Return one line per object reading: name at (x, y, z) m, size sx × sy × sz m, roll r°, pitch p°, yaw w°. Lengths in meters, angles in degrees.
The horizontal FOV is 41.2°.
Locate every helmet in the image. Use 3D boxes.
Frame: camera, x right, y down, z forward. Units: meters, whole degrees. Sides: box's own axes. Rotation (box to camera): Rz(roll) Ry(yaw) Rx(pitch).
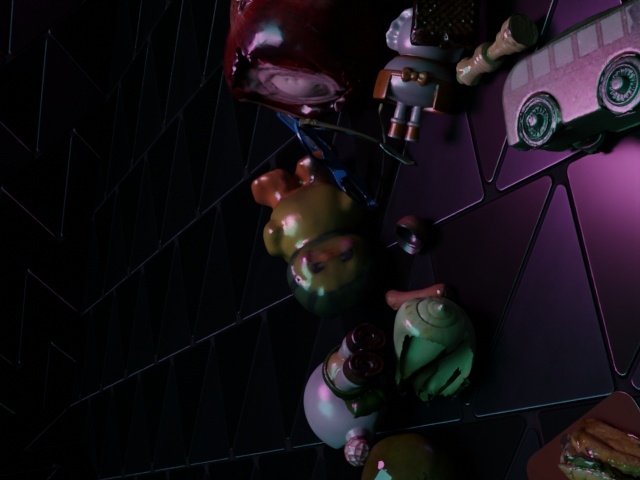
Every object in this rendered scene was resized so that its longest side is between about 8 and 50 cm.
helmet at (0.173, -0.017, 1.581) m, size 0.065 × 0.049 × 0.084 m, roll 34°, pitch 156°, yaw 18°

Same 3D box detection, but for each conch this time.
conch at (0.197, 0.206, 1.488) m, size 0.137 × 0.144 × 0.250 m, roll -62°, pitch -25°, yaw -59°

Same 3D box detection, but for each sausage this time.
sausage at (0.178, 0.107, 1.588) m, size 0.186 × 0.043 × 0.043 m, roll -15°, pitch 79°, yaw 59°

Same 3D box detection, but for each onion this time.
onion at (-0.024, -0.399, 1.663) m, size 0.341 × 0.341 × 0.341 m, roll 6°, pitch 97°, yaw 59°

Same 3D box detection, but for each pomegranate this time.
pomegranate at (0.159, 0.422, 1.533) m, size 0.210 × 0.179 × 0.179 m, roll -82°, pitch 10°, yaw -57°

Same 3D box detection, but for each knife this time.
knife at (-0.038, -0.243, 1.950) m, size 0.296 × 0.026 × 0.044 m, roll 46°, pitch 141°, yaw 48°

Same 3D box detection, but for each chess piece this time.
chess piece at (0.277, -0.300, 1.380) m, size 0.172 × 0.060 × 0.060 m, roll -33°, pitch 63°, yaw 60°

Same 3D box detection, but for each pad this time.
pad at (0.407, 0.352, 1.248) m, size 0.267 × 0.004 × 0.181 m, roll -58°, pitch 45°, yaw 43°

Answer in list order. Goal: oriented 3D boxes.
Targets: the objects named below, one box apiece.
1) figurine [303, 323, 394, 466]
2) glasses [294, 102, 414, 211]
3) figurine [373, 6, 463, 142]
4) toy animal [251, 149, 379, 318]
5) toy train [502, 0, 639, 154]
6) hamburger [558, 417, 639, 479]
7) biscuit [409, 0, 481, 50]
figurine at (0.059, 0.280, 1.616) m, size 0.370 × 0.167 × 0.281 m, roll 103°, pitch 174°, yaw -60°
glasses at (0.068, -0.164, 1.629) m, size 0.207 × 0.239 × 0.102 m, roll -22°, pitch 30°, yaw 52°
figurine at (0.173, -0.307, 1.480) m, size 0.143 × 0.143 × 0.271 m, roll 42°, pitch 128°, yaw 51°
toy animal at (0.001, 0.002, 1.747) m, size 0.191 × 0.216 × 0.338 m, roll 73°, pitch 173°, yaw -65°
toy train at (0.375, -0.211, 1.149) m, size 0.326 × 0.129 × 0.159 m, roll -21°, pitch 68°, yaw 59°
hamburger at (0.389, 0.315, 1.175) m, size 0.176 × 0.102 × 0.087 m, roll 24°, pitch 124°, yaw 56°
biscuit at (0.213, -0.502, 1.388) m, size 0.073 × 0.107 × 0.388 m, roll -106°, pitch 20°, yaw -88°
